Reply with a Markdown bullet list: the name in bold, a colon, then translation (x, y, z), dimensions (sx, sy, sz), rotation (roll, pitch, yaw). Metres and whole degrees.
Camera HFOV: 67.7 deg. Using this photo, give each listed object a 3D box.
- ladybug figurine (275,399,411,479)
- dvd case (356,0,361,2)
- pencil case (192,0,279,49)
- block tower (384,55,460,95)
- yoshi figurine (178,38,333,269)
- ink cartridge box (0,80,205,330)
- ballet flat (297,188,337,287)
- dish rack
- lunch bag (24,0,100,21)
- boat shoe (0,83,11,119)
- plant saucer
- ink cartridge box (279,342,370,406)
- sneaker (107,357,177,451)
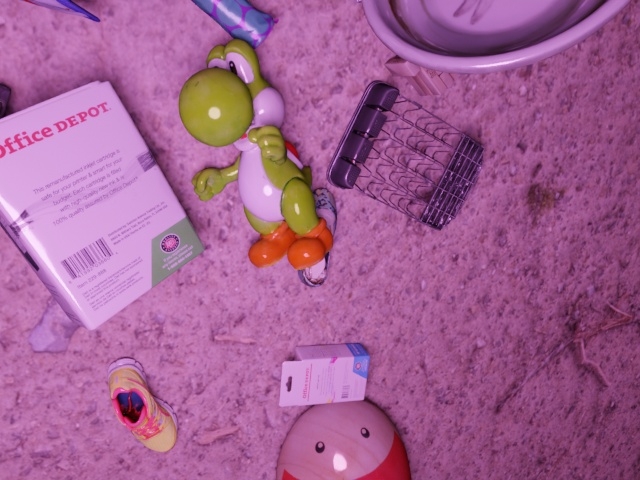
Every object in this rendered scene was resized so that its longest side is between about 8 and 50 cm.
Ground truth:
- **ladybug figurine**: translation (0.067, 0.553, 1.024), dimensions (0.304, 0.162, 0.450), rotation (-18, 111, -11)
- **dvd case**: translation (0.121, -0.526, 0.789), dimensions (0.164, 0.018, 0.222), rotation (-15, 110, -12)
- **pencil case**: translation (-0.143, -0.365, 0.732), dimensions (0.151, 0.064, 0.070), rotation (39, 85, -24)
- **block tower**: translation (0.269, -0.397, 0.833), dimensions (0.335, 0.091, 0.097), rotation (-46, 113, 1)
- **yoshi figurine**: translation (-0.116, -0.119, 0.751), dimensions (0.203, 0.203, 0.363), rotation (-20, 108, -3)
- **ink cartridge box**: translation (-0.340, -0.052, 0.699), dimensions (0.211, 0.121, 0.289), rotation (-39, 116, -33)
- **ballet flat**: translation (0.000, 0.000, 0.888), dimensions (0.070, 0.070, 0.189), rotation (1, 106, -17)
- **dish rack**: translation (0.171, -0.146, 0.894), dimensions (0.271, 0.074, 0.209), rotation (23, 100, -23)
- **lunch bag**: translation (-0.295, -0.390, 0.506), dimensions (0.384, 0.328, 0.239), rotation (-15, 103, 1)
- **boat shoe**: translation (-0.492, -0.122, 0.692), dimensions (0.073, 0.080, 0.224), rotation (3, 102, -35)
- **plant saucer**: translation (0.262, -0.398, 0.707), dimensions (0.400, 0.400, 0.100), rotation (-48, 150, 2)
- **ink cartridge box**: translation (0.001, 0.272, 0.972), dimensions (0.181, 0.061, 0.105), rotation (1, 106, -18)
- **sneaker**: translation (-0.329, 0.321, 0.870), dimensions (0.081, 0.094, 0.209), rotation (-28, 114, -9)
